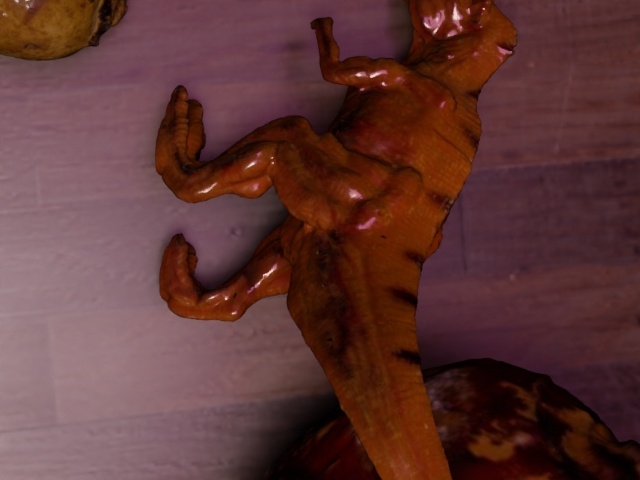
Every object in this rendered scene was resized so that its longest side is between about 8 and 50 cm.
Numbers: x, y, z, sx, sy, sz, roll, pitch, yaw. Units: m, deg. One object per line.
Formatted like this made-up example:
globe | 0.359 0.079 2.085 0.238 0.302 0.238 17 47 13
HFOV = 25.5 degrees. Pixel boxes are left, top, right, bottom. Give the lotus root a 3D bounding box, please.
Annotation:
lotus root | -0.197 -0.151 0.754 0.191 0.094 0.108 5 56 -6

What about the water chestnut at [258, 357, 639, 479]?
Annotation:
water chestnut | 0.075 0.209 0.728 0.244 0.289 0.289 -30 98 -38

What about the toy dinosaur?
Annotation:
toy dinosaur | 0.000 0.000 0.749 0.208 0.097 0.432 -3 55 20
